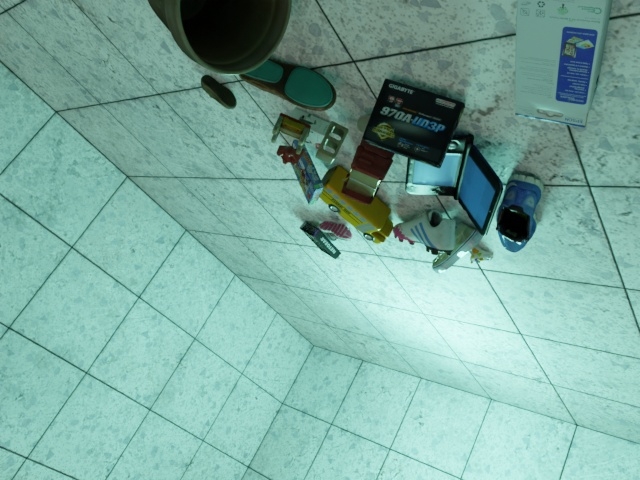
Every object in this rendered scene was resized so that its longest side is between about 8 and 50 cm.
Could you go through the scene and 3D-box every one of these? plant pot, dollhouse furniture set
[{"bbox_3d":[-0.279,-0.602,1.402,0.280,0.323,0.323,35,165,38],"label":"plant pot"},{"bbox_3d":[0.039,-0.279,1.789,0.374,0.152,0.201,24,158,0],"label":"dollhouse furniture set"}]

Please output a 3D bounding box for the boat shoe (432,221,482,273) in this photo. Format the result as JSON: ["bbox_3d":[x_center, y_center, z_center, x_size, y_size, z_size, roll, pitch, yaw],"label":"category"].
[{"bbox_3d":[0.471,0.022,2.039,0.094,0.109,0.302,44,149,6],"label":"boat shoe"}]

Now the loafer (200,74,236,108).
[{"bbox_3d":[-0.350,-0.506,1.961,0.148,0.056,0.050,44,156,-8],"label":"loafer"}]

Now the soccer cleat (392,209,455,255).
[{"bbox_3d":[0.370,-0.045,2.009,0.116,0.143,0.331,4,-170,-25],"label":"soccer cleat"}]

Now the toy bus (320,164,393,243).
[{"bbox_3d":[0.140,-0.126,2.093,0.333,0.108,0.130,38,155,-18],"label":"toy bus"}]

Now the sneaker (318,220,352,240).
[{"bbox_3d":[0.073,-0.031,2.435,0.170,0.063,0.074,18,155,38],"label":"sneaker"}]

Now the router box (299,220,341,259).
[{"bbox_3d":[0.000,0.000,2.558,0.179,0.046,0.133,47,171,-36],"label":"router box"}]

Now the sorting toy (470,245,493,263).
[{"bbox_3d":[0.577,0.056,2.046,0.075,0.044,0.083,3,151,13],"label":"sorting toy"}]

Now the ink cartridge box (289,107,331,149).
[{"bbox_3d":[-0.036,-0.363,1.872,0.135,0.056,0.099,25,158,10],"label":"ink cartridge box"}]

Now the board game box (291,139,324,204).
[{"bbox_3d":[-0.054,-0.243,2.022,0.136,0.035,0.201,122,127,-68],"label":"board game box"}]

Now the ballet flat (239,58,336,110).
[{"bbox_3d":[-0.092,-0.458,1.695,0.343,0.116,0.124,23,177,18],"label":"ballet flat"}]

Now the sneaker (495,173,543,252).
[{"bbox_3d":[0.565,-0.050,1.684,0.130,0.147,0.330,19,156,24],"label":"sneaker"}]

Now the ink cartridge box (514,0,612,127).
[{"bbox_3d":[0.493,-0.382,1.182,0.165,0.065,0.332,18,153,26],"label":"ink cartridge box"}]

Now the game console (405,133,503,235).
[{"bbox_3d":[0.372,-0.154,1.644,0.250,0.173,0.293,4,152,7],"label":"game console"}]

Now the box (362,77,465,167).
[{"bbox_3d":[0.243,-0.307,1.498,0.220,0.175,0.051,23,-174,17],"label":"box"}]

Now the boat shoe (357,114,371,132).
[{"bbox_3d":[0.212,-0.332,1.662,0.206,0.075,0.065,13,-164,24],"label":"boat shoe"}]
